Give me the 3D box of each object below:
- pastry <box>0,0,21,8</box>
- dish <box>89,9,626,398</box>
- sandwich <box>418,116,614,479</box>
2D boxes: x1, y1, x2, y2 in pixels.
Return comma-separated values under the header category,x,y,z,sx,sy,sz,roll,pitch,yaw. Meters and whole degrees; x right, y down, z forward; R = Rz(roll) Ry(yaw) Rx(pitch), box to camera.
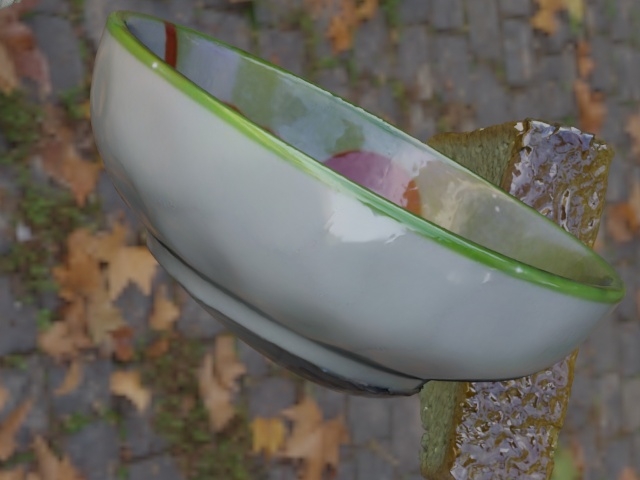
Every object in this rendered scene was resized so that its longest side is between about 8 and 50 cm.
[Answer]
category,x,y,z,sx,sy,sz,roll,pitch,yaw
pastry,-0.154,-0.198,0.972,0.258,0.089,0.122,-31,107,-36
dish,0.000,0.000,1.006,0.324,0.324,0.124,14,108,-56
sandwich,0.123,0.052,1.374,0.099,0.254,0.289,13,83,-17
